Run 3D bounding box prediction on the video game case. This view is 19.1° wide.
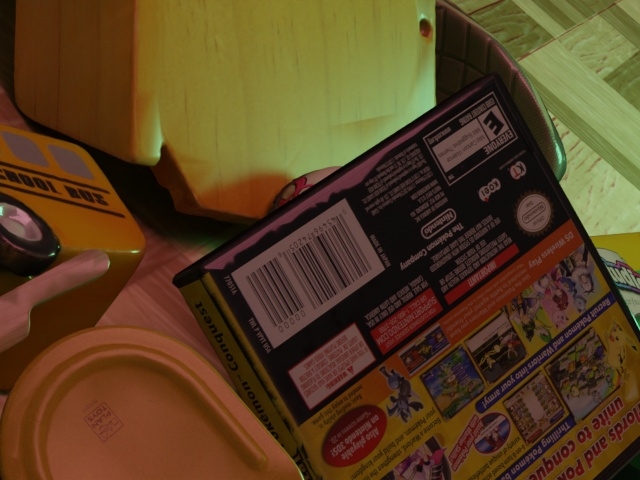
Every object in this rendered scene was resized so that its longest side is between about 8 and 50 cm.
[{"bbox_3d":[0.075,0.064,1.122,0.275,0.035,0.248,-34,97,-39],"label":"video game case"}]

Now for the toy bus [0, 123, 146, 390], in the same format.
[{"bbox_3d":[-0.239,-0.009,0.926,0.332,0.108,0.130,15,32,-48],"label":"toy bus"}]

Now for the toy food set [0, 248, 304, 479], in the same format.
[{"bbox_3d":[-0.100,0.116,0.941,0.128,0.071,0.218,-39,89,-32],"label":"toy food set"}]

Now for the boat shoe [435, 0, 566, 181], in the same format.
[{"bbox_3d":[0.118,-0.172,1.825,0.355,0.132,0.130,50,23,21],"label":"boat shoe"}]

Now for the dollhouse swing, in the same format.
[{"bbox_3d":[-0.132,-0.152,1.464,0.347,0.305,0.315,11,76,-52],"label":"dollhouse swing"}]

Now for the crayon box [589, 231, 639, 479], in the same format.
[{"bbox_3d":[0.256,0.147,1.393,0.313,0.106,0.363,57,25,16],"label":"crayon box"}]

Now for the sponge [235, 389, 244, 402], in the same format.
[{"bbox_3d":[0.016,0.044,1.237,0.031,0.117,0.210,40,21,4],"label":"sponge"}]

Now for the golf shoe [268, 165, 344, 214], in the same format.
[{"bbox_3d":[0.000,0.000,1.283,0.067,0.086,0.186,54,35,-14],"label":"golf shoe"}]
